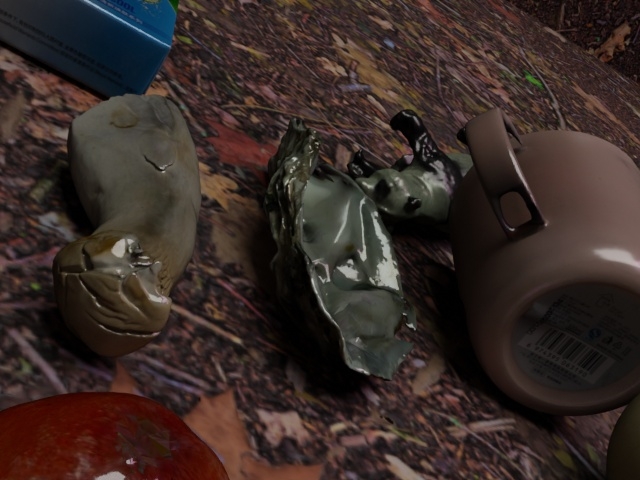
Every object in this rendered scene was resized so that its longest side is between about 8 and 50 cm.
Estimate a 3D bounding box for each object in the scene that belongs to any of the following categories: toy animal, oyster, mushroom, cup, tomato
[{"bbox_3d":[0.112,-0.059,0.977,0.225,0.094,0.121,1,52,-53],"label":"toy animal"},{"bbox_3d":[0.002,-0.002,0.732,0.252,0.087,0.199,56,21,20],"label":"oyster"},{"bbox_3d":[-0.120,-0.013,0.605,0.092,0.081,0.223,44,21,-33],"label":"mushroom"},{"bbox_3d":[0.198,0.008,0.821,0.253,0.191,0.200,57,20,-25],"label":"cup"},{"bbox_3d":[-0.088,0.121,0.404,0.139,0.091,0.159,-1,47,-51],"label":"tomato"}]

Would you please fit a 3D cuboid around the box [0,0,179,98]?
[{"bbox_3d":[-0.222,-0.209,0.802,0.194,0.073,0.139,27,28,-21],"label":"box"}]

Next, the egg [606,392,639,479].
[{"bbox_3d":[0.335,0.193,0.717,0.241,0.186,0.186,25,27,-9],"label":"egg"}]
